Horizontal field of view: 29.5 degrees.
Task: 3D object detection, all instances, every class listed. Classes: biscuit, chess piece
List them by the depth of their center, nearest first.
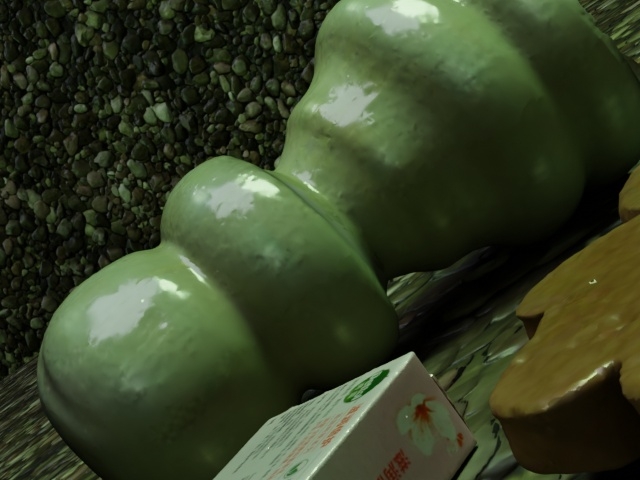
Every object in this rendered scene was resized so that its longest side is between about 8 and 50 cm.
[{"bbox_3d":[0.165,-0.020,0.380,0.202,0.044,0.289,-25,13,50],"label":"biscuit"},{"bbox_3d":[0.000,0.000,0.639,0.330,0.182,0.182,-44,8,-14],"label":"chess piece"}]

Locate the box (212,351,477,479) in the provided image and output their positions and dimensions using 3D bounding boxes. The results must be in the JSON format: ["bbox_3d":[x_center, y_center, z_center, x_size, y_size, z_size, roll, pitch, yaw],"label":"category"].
[{"bbox_3d":[-0.011,0.099,0.425,0.089,0.043,0.125,-31,7,41],"label":"box"}]

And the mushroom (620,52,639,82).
[{"bbox_3d":[0.133,-0.088,0.828,0.188,0.117,0.141,-47,0,-40],"label":"mushroom"}]
